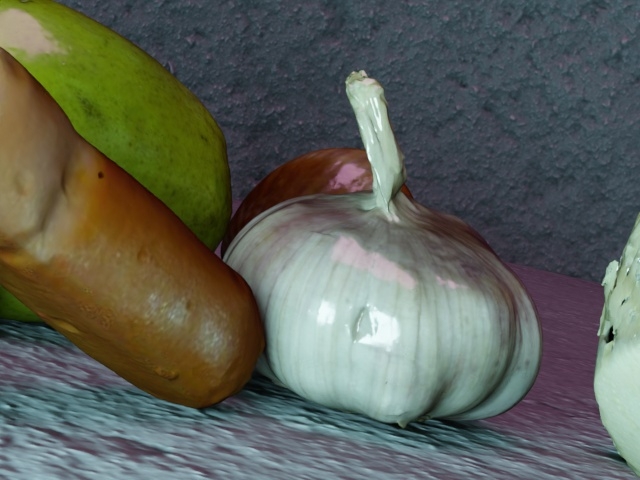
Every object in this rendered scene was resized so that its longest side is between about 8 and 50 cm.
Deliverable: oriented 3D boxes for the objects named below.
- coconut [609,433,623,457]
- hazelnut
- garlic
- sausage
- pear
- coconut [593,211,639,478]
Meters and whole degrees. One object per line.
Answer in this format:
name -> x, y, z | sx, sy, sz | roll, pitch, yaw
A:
coconut -> 0.276, 0.111, 1.151 | 0.116, 0.122, 0.116 | 12, 5, -1
hazelnut -> 0.000, 0.000, 1.608 | 0.214, 0.176, 0.214 | -26, 6, 3
garlic -> 0.039, 0.003, 1.127 | 0.245, 0.253, 0.245 | 3, 5, 0
sausage -> -0.144, 0.000, 0.916 | 0.094, 0.097, 0.348 | -4, -33, 32
pear -> -0.226, -0.062, 1.202 | 0.307, 0.252, 0.253 | 11, 4, -27
coconut -> 0.327, 0.064, 0.855 | 0.353, 0.352, 0.352 | 12, 4, -1
